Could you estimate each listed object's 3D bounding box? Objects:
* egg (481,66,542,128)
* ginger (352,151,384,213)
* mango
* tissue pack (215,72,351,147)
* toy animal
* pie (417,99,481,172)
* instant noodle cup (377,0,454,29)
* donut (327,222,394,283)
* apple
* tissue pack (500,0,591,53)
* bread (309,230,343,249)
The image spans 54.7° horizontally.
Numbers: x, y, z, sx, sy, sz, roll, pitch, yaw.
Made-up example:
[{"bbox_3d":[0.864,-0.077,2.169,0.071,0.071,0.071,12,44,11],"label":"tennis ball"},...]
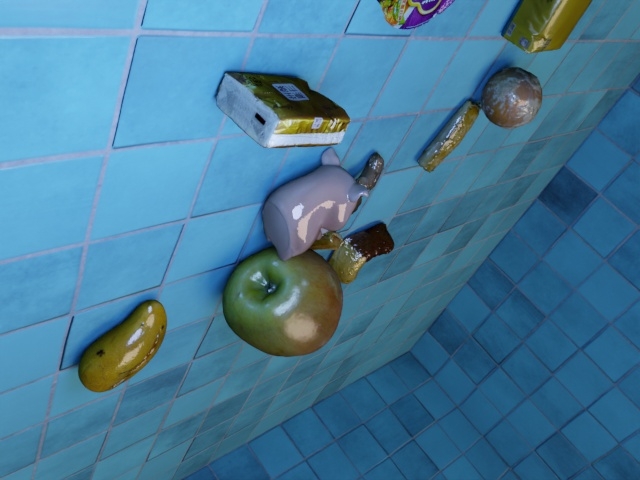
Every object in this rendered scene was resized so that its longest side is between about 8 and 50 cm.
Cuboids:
[{"bbox_3d":[0.605,-0.451,1.961,0.195,0.195,0.233,-49,166,19],"label":"egg"},{"bbox_3d":[0.106,-0.137,1.880,0.122,0.084,0.290,1,133,-48],"label":"ginger"},{"bbox_3d":[-0.510,0.286,1.640,0.295,0.120,0.177,-42,159,1],"label":"mango"},{"bbox_3d":[-0.073,-0.262,1.259,0.226,0.183,0.092,-14,141,-47],"label":"tissue pack"},{"bbox_3d":[-0.018,-0.081,1.646,0.256,0.195,0.213,-29,148,-19],"label":"toy animal"},{"bbox_3d":[0.431,-0.344,2.040,0.282,0.068,0.128,-54,155,19],"label":"pie"},{"bbox_3d":[0.147,-0.539,1.101,0.251,0.190,0.251,-32,155,-17],"label":"instant noodle cup"},{"bbox_3d":[0.148,0.040,2.226,0.295,0.112,0.151,-39,159,-7],"label":"donut"},{"bbox_3d":[-0.112,0.164,1.794,0.338,0.338,0.305,-44,141,7],"label":"apple"},{"bbox_3d":[0.661,-0.667,1.732,0.192,0.134,0.271,-21,150,-36],"label":"tissue pack"},{"bbox_3d":[0.000,0.000,1.931,0.132,0.053,0.074,-6,161,31],"label":"bread"}]
